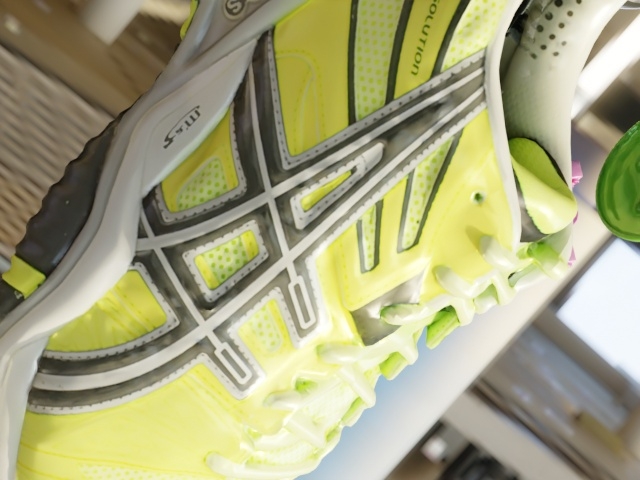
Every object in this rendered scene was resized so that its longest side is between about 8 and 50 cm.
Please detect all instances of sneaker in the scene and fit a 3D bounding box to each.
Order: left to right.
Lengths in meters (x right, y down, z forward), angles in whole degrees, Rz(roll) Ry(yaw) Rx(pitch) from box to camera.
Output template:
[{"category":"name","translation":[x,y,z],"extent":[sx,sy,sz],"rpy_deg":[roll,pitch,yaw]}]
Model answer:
[{"category":"sneaker","translation":[0.000,0.000,0.582],"extent":[0.147,0.385,0.145],"rpy_deg":[32,-166,26]}]

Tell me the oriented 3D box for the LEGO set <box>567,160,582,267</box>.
[{"category":"LEGO set","translation":[0.079,-0.002,1.015],"extent":[0.087,0.227,0.093],"rpy_deg":[131,129,-68]}]

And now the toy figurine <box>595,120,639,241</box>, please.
[{"category":"toy figurine","translation":[0.330,-0.022,1.267],"extent":[0.159,0.173,0.130],"rpy_deg":[39,-137,-34]}]

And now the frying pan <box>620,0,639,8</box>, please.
[{"category":"frying pan","translation":[0.177,-0.190,1.033],"extent":[0.197,0.326,0.053],"rpy_deg":[88,161,-66]}]
